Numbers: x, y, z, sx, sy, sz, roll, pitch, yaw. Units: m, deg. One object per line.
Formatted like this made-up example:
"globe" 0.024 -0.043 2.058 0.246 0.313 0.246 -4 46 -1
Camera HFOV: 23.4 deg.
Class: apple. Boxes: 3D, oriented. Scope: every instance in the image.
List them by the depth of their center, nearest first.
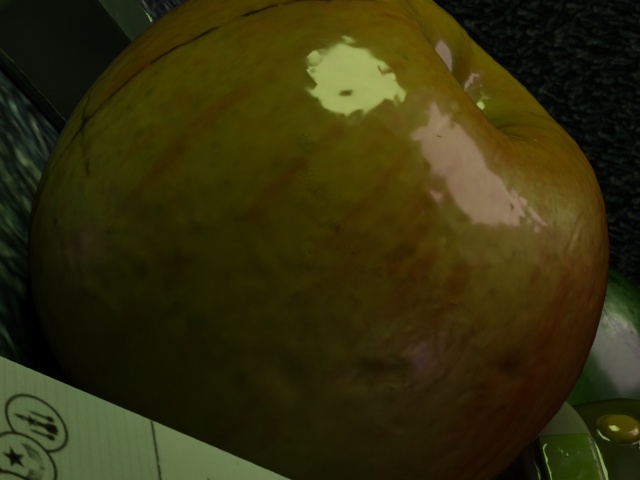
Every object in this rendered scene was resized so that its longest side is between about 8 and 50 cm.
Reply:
"apple" 0.000 0.000 0.738 0.286 0.233 0.286 41 14 -13

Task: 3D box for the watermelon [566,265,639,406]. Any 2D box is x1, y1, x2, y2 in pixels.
"watermelon" 0.132 0.114 1.069 0.242 0.242 0.242 57 12 -19

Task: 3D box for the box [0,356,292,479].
"box" -0.084 0.101 0.494 0.245 0.035 0.139 26 29 -31

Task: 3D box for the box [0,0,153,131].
"box" -0.147 -0.128 0.883 0.122 0.069 0.084 51 17 -40

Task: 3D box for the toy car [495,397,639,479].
"toy car" 0.161 0.193 0.863 0.248 0.198 0.204 110 -26 -51
